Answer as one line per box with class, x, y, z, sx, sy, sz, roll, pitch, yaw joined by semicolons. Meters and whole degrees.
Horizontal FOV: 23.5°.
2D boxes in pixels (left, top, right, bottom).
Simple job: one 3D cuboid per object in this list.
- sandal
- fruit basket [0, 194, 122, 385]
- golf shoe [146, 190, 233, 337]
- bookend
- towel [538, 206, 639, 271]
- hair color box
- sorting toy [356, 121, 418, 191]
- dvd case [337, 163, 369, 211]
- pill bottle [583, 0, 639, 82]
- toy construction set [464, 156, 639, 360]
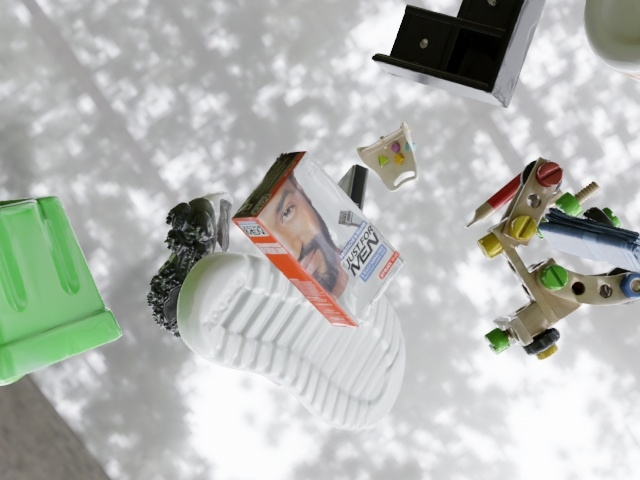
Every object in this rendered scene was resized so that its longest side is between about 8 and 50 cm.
sandal;-0.032;0.097;1.761;0.102;0.416;0.169;18;-100;38
fruit basket;-0.423;0.151;1.620;0.392;0.392;0.283;-23;178;26
golf shoe;-0.141;0.028;1.791;0.094;0.077;0.198;-40;157;-48
bookend;0.165;-0.253;1.785;0.156;0.072;0.157;20;-92;24
towel;0.301;0.000;1.672;0.119;0.067;0.029;15;-111;34
hair color box;0.000;0.000;1.544;0.053;0.167;0.093;-2;-132;56
sorting toy;0.103;-0.109;2.086;0.083;0.075;0.045;-28;164;33
dvd case;0.012;0.027;2.291;0.179;0.029;0.239;132;-28;-59
pill bottle;0.351;-0.193;1.457;0.121;0.216;0.121;-9;-105;37
toy construction set;0.291;0.028;2.211;0.237;0.257;0.309;-39;-152;-2
